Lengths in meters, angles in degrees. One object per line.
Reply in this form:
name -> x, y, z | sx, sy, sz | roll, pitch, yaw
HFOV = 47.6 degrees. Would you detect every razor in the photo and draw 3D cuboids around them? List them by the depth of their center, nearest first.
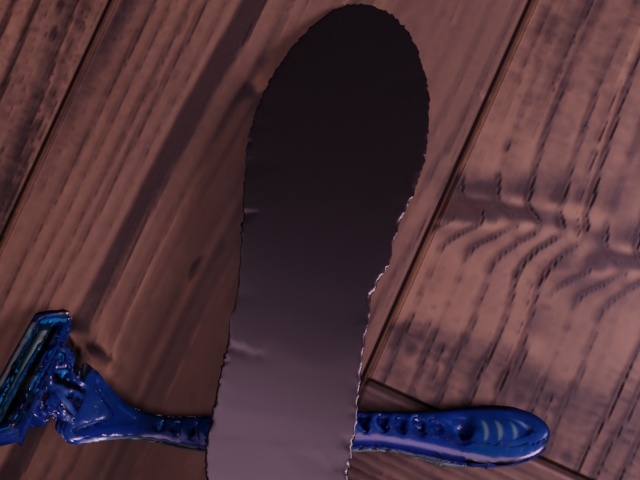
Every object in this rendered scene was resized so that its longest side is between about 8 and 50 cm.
razor -> -0.027, 0.109, 0.439 | 0.324, 0.093, 0.056 | 7, 129, -1

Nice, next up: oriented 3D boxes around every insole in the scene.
insole -> 0.000, 0.000, 0.427 | 0.109, 0.007, 0.322 | 11, 75, -1
